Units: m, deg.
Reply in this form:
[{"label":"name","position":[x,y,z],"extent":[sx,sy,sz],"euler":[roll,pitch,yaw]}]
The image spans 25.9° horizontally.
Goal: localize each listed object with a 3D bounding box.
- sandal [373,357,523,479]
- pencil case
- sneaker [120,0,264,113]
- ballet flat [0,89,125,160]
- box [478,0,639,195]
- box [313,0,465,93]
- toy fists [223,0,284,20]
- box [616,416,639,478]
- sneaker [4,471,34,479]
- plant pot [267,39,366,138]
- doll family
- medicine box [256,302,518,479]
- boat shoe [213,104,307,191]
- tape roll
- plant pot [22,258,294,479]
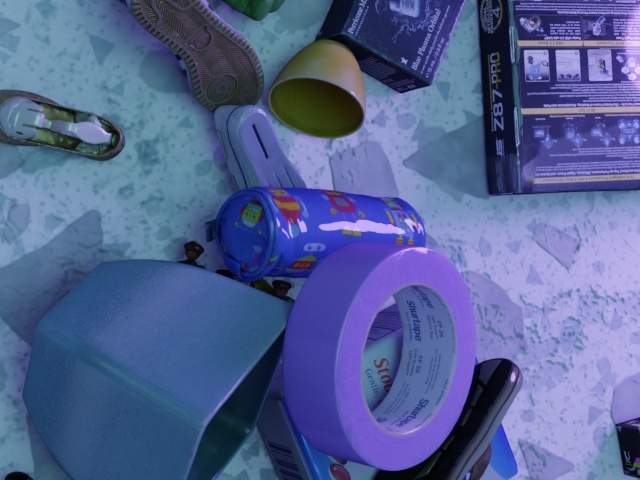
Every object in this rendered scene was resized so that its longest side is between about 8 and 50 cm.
[{"label":"sandal","position":[0.174,0.285,1.799],"extent":[0.303,0.120,0.086],"euler":[-48,122,-18]},{"label":"pencil case","position":[0.000,0.000,1.836],"extent":[0.306,0.119,0.133],"euler":[2,120,-44]},{"label":"sneaker","position":[-0.179,-0.285,1.815],"extent":[0.099,0.153,0.282],"euler":[-39,139,2]},{"label":"ballet flat","position":[-0.341,-0.148,1.751],"extent":[0.206,0.067,0.073],"euler":[9,87,-24]},{"label":"box","position":[0.433,-0.232,2.098],"extent":[0.395,0.097,0.318],"euler":[-4,89,-25]},{"label":"box","position":[0.100,-0.313,1.945],"extent":[0.158,0.093,0.156],"euler":[26,79,-21]},{"label":"toy fists","position":[-0.061,-0.428,1.859],"extent":[0.142,0.096,0.279],"euler":[31,67,-27]},{"label":"box","position":[0.498,0.319,2.136],"extent":[0.052,0.062,0.083],"euler":[-12,95,-23]},{"label":"sneaker","position":[-0.327,0.364,1.714],"extent":[0.350,0.131,0.148],"euler":[6,91,-24]},{"label":"plant pot","position":[0.004,-0.216,1.890],"extent":[0.134,0.134,0.095],"euler":[27,57,-22]},{"label":"doll family","position":[-0.124,0.069,1.843],"extent":[0.193,0.076,0.111],"euler":[10,104,-29]},{"label":"medicine box","position":[0.082,0.257,1.897],"extent":[0.289,0.149,0.263],"euler":[-26,100,-22]},{"label":"boat shoe","position":[-0.078,-0.090,1.870],"extent":[0.083,0.076,0.226],"euler":[-34,125,-27]},{"label":"tape roll","position":[0.077,0.140,1.710],"extent":[0.275,0.090,0.274],"euler":[-7,100,-48]},{"label":"plant pot","position":[-0.213,0.166,1.682],"extent":[0.252,0.247,0.248],"euler":[29,41,9]}]
